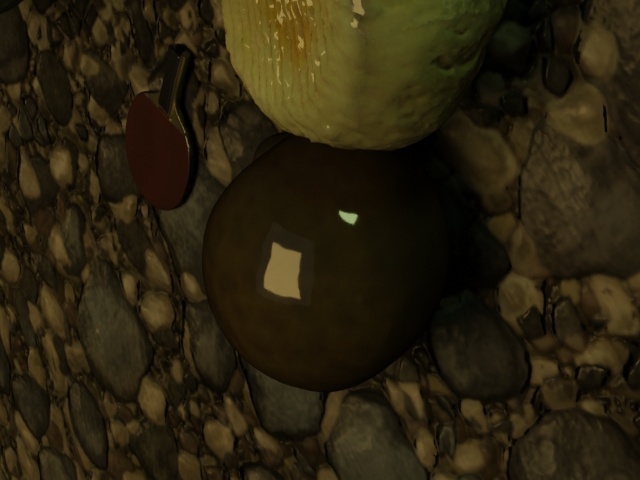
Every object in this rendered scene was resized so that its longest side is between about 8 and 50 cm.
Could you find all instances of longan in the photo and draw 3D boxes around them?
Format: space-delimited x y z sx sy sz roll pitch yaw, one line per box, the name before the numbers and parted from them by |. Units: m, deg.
longan | 0.000 0.000 0.981 0.185 0.159 0.204 -57 39 29

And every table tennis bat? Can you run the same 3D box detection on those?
table tennis bat | -0.132 -0.095 1.219 0.095 0.014 0.158 47 137 32

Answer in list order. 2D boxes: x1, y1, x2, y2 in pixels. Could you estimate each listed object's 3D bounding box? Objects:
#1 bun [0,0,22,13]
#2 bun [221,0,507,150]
bun | -0.318 -0.360 1.188 0.362 0.211 0.362 27 126 44
bun | 0.037 -0.170 0.877 0.244 0.153 0.244 174 90 -70
